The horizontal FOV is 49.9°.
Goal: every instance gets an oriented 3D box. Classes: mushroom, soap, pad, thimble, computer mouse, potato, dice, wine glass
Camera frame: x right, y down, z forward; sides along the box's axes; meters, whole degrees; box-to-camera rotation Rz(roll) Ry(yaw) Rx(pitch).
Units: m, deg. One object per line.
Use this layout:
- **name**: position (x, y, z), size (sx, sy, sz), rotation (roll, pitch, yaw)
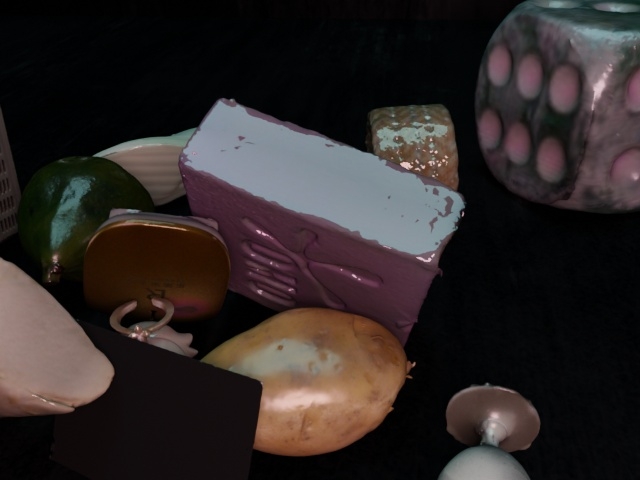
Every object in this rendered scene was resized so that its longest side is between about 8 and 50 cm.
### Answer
- **mushroom**: position (-0.416, 0.116, 0.713), size (0.408, 0.154, 0.137), rotation (-9, 43, 22)
- **soap**: position (0.000, 0.000, 0.797), size (0.286, 0.296, 0.107), rotation (20, 65, 10)
- **pad**: position (-0.172, 0.183, 0.683), size (0.243, 0.163, 0.004), rotation (13, 7, 25)
- **thimble**: position (0.149, -0.137, 1.180), size (0.148, 0.195, 0.229), rotation (-3, 31, 0)
- **computer mouse**: position (-0.196, 0.051, 0.821), size (0.158, 0.310, 0.071), rotation (7, 67, -14)
- **potato**: position (-0.020, 0.157, 0.740), size (0.235, 0.128, 0.161), rotation (-25, 60, -23)
- **dice**: position (0.500, -0.256, 1.244), size (0.349, 0.330, 0.328), rotation (-13, 31, -17)
- **wine glass**: position (0.148, 0.239, 0.625), size (0.103, 0.103, 0.222), rotation (7, 33, 15)

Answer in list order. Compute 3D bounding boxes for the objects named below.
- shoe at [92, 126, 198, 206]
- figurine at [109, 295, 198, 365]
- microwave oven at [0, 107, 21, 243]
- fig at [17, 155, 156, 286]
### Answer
- **shoe**: position (-0.269, -0.154, 1.298), size (0.363, 0.131, 0.160), rotation (-7, 31, -18)
- **figurine**: position (-0.188, 0.136, 0.759), size (0.133, 0.153, 0.132), rotation (-1, 29, 0)
- **microwave oven**: position (-0.684, -0.121, 1.095), size (0.355, 0.286, 0.218), rotation (10, 31, 20)
- **fig**: position (-0.347, -0.020, 1.002), size (0.196, 0.195, 0.245), rotation (-2, 21, -1)
